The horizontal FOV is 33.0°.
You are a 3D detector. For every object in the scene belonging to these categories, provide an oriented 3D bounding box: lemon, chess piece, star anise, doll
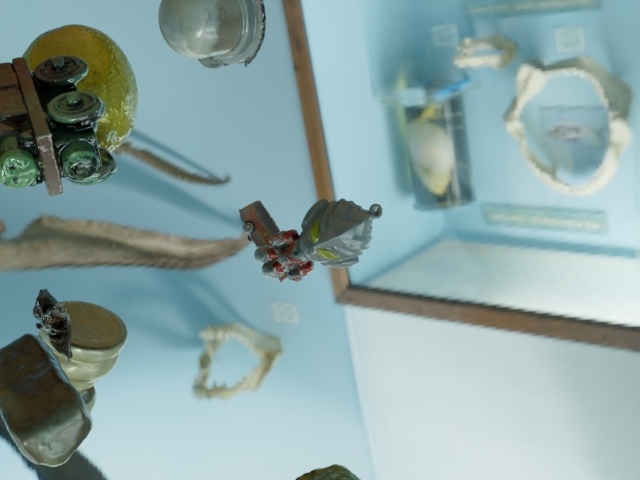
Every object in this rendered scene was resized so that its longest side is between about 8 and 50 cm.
[{"bbox_3d":[-0.498,-0.302,2.228,0.245,0.245,0.320,-15,-119,-16],"label":"lemon"},{"bbox_3d":[-0.485,0.276,2.052,0.167,0.300,0.167,19,-155,-9],"label":"chess piece"},{"bbox_3d":[-0.453,0.131,1.809,0.056,0.124,0.129,-26,-144,-20],"label":"star anise"},{"bbox_3d":[0.000,0.000,1.370,0.180,0.094,0.079,-25,-174,20],"label":"doll"}]

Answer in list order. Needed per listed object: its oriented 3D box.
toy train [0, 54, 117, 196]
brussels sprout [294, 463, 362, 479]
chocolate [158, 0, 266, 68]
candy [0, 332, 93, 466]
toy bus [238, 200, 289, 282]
[{"bbox_3d":[-0.451,-0.179,1.689,0.221,0.150,0.304,-14,-142,-16],"label":"toy train"},{"bbox_3d":[0.017,0.453,1.756,0.183,0.131,0.145,-29,-151,-33],"label":"brussels sprout"},{"bbox_3d":[-0.216,-0.393,1.923,0.147,0.221,0.221,-27,-156,-36],"label":"chocolate"},{"bbox_3d":[-0.387,0.216,1.471,0.104,0.102,0.234,-32,-147,-15],"label":"candy"},{"bbox_3d":[-0.116,-0.001,2.411,0.077,0.065,0.192,-33,-118,-3],"label":"toy bus"}]
